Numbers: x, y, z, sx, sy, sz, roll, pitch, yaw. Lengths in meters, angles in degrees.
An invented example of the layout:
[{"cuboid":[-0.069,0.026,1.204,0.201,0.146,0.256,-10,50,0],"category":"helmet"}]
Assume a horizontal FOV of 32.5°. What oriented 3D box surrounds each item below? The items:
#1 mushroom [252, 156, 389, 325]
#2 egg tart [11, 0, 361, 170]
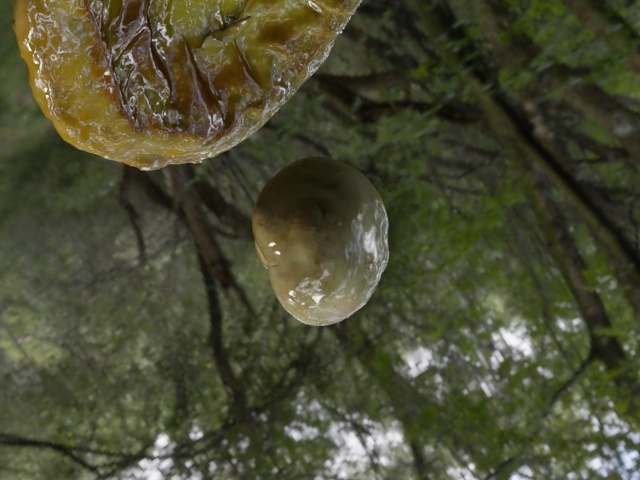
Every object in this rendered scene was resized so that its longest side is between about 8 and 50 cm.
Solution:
[{"cuboid":[0.000,0.000,0.966,0.112,0.148,0.148,5,-147,31],"category":"mushroom"},{"cuboid":[-0.064,-0.150,0.556,0.241,0.241,0.106,-38,-123,-25],"category":"egg tart"}]
